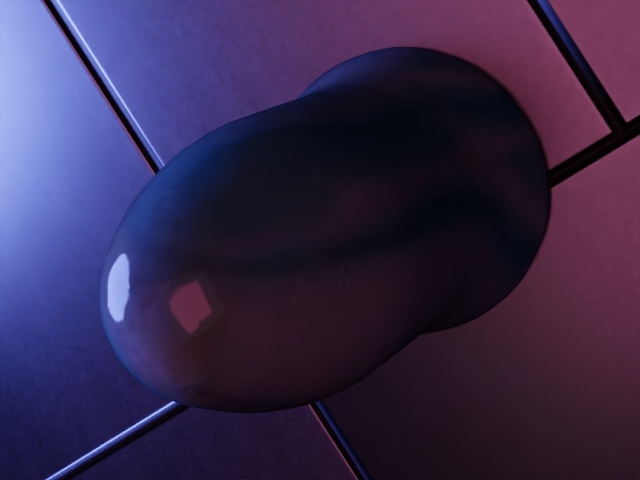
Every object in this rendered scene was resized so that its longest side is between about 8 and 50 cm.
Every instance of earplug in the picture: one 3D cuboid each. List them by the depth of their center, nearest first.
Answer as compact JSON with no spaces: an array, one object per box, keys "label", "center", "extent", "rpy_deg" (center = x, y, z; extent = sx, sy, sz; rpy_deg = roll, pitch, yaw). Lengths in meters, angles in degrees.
[{"label":"earplug","center":[0.000,0.000,0.611],"extent":[0.185,0.324,0.184],"rpy_deg":[4,103,19]}]
